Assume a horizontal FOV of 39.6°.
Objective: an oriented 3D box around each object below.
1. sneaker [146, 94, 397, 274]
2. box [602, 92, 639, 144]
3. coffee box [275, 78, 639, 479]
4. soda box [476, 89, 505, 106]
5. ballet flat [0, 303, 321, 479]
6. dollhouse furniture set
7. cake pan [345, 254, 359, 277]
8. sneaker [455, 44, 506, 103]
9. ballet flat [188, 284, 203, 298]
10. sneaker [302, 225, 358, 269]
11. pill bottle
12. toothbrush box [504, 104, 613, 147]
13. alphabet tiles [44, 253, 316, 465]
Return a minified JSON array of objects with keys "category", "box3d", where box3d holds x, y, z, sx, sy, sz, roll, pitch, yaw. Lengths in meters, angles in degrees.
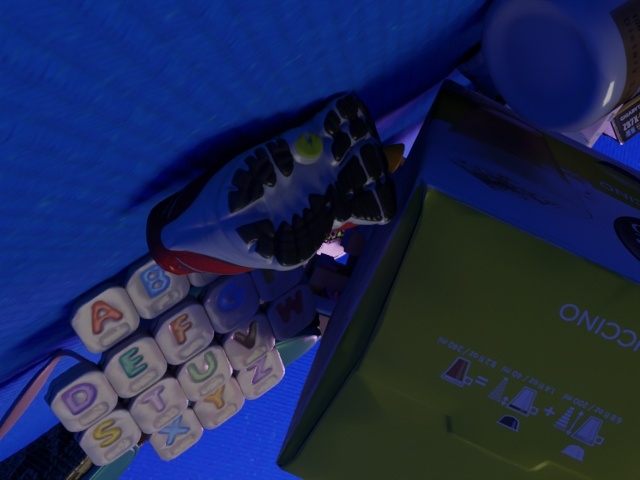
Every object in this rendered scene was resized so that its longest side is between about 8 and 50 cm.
[{"category":"sneaker","box3d":[-0.031,-0.041,0.677,0.118,0.107,0.279,-15,-175,31]},{"category":"box","box3d":[0.613,-0.338,1.705,0.322,0.079,0.257,-34,-148,-4]},{"category":"coffee box","box3d":[0.196,0.089,0.917,0.334,0.338,0.338,-65,180,-64]},{"category":"soda box","box3d":[0.287,-0.222,1.401,0.063,0.058,0.183,-37,177,32]},{"category":"ballet flat","box3d":[-0.232,0.181,1.025,0.483,0.182,0.164,-38,161,-12]},{"category":"dollhouse furniture set","box3d":[0.015,-0.038,1.318,0.286,0.198,0.303,-111,-137,-70]},{"category":"cake pan","box3d":[0.099,0.045,1.417,0.293,0.054,0.293,-160,-90,-77]},{"category":"sneaker","box3d":[0.198,-0.177,0.966,0.063,0.073,0.162,-36,177,29]},{"category":"ballet flat","box3d":[-0.200,0.098,1.207,0.052,0.057,0.168,-25,-179,22]},{"category":"sneaker","box3d":[0.000,0.000,1.549,0.235,0.084,0.097,-33,176,-27]},{"category":"pill bottle","box3d":[0.258,-0.196,0.753,0.229,0.131,0.131,-33,177,-26]},{"category":"toothbrush box","box3d":[0.300,-0.123,1.268,0.295,0.126,0.216,-57,168,16]},{"category":"alphabet tiles","box3d":[-0.129,0.112,0.899,0.284,0.021,0.278,-34,139,-17]}]
